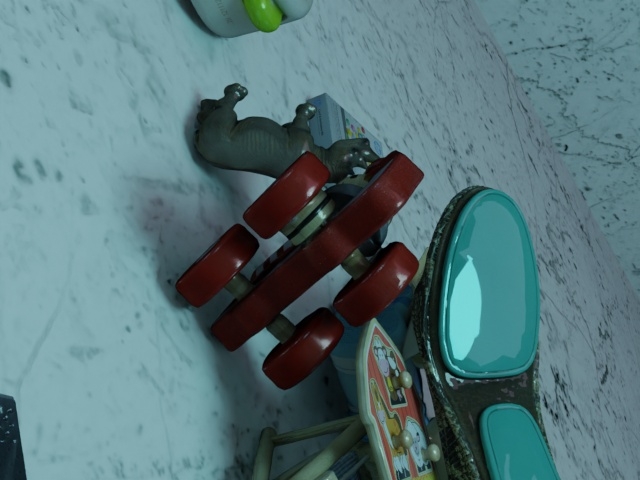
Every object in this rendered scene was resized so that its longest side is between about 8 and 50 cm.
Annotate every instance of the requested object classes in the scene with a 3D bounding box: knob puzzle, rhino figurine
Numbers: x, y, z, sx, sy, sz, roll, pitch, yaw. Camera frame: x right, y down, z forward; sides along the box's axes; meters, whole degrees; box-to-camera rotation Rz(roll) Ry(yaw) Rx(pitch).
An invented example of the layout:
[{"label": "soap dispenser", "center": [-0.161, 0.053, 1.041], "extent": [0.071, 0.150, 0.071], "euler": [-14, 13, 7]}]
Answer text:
[{"label": "knob puzzle", "center": [0.085, 0.173, 1.154], "extent": [0.213, 0.030, 0.213], "euler": [54, 26, -41]}, {"label": "rhino figurine", "center": [-0.038, -0.113, 1.336], "extent": [0.073, 0.243, 0.106], "euler": [106, -3, -51]}]

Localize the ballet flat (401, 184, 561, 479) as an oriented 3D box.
[{"label": "ballet flat", "center": [0.174, 0.184, 1.264], "extent": [0.164, 0.182, 0.482], "euler": [3, 69, -29]}]

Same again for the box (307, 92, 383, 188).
[{"label": "box", "center": [0.047, -0.124, 1.714], "extent": [0.186, 0.038, 0.145], "euler": [36, 41, -53]}]

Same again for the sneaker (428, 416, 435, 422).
[{"label": "sneaker", "center": [0.181, 0.292, 1.627], "extent": [0.166, 0.076, 0.065], "euler": [-9, 81, -66]}]

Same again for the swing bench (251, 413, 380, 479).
[{"label": "swing bench", "center": [0.013, 0.338, 1.127], "extent": [0.253, 0.165, 0.255], "euler": [67, 23, -10]}]

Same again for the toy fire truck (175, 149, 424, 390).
[{"label": "toy fire truck", "center": [0.000, 0.000, 1.219], "extent": [0.169, 0.302, 0.254], "euler": [44, 32, -5]}]

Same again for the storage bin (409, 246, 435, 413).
[{"label": "storage bin", "center": [0.212, 0.145, 1.492], "extent": [0.260, 0.123, 0.262], "euler": [-43, 123, -74]}]

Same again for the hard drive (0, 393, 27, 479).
[{"label": "hard drive", "center": [-0.295, 0.182, 0.730], "extent": [0.255, 0.054, 0.172], "euler": [16, 58, -62]}]

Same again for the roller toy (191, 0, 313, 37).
[{"label": "roller toy", "center": [-0.104, -0.370, 1.451], "extent": [0.209, 0.146, 0.191], "euler": [-60, 135, -67]}]

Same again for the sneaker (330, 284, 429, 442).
[{"label": "sneaker", "center": [0.088, 0.182, 1.482], "extent": [0.319, 0.127, 0.208], "euler": [-47, 127, -71]}]
